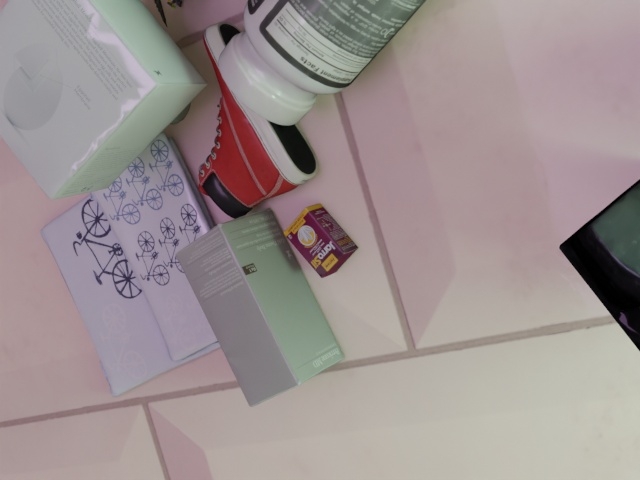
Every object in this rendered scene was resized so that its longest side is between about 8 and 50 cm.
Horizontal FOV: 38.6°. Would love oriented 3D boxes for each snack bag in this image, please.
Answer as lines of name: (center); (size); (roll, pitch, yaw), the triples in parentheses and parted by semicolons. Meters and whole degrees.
snack bag: (-0.282, 0.049, 1.407); (0.342, 0.037, 0.323); (-27, 87, 32)

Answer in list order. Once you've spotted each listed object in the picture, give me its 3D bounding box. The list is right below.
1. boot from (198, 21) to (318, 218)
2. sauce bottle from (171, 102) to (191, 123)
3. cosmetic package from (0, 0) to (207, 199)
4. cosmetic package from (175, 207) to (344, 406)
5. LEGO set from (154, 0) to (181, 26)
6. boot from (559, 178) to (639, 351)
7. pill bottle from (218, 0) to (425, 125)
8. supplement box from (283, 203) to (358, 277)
boot: (-0.131, -0.157, 1.246); (0.176, 0.088, 0.244); (-27, 90, 34)
sauce bottle: (-0.348, -0.232, 1.340); (0.344, 0.111, 0.111); (14, 107, 28)
cosmetic package: (-0.313, -0.214, 1.194); (0.225, 0.138, 0.224); (-41, 84, 24)
cosmetic package: (-0.081, 0.090, 1.244); (0.107, 0.127, 0.238); (-33, 85, 32)
LEGO set: (-0.239, -0.439, 1.144); (0.192, 0.255, 0.331); (-21, 101, 6)
boot: (0.473, 0.000, 0.726); (0.367, 0.445, 0.146); (47, 162, 23)
pill bottle: (0.009, -0.277, 1.090); (0.278, 0.162, 0.162); (-44, 77, 31)
supplement box: (0.000, 0.000, 1.224); (0.083, 0.043, 0.055); (49, 119, 12)
